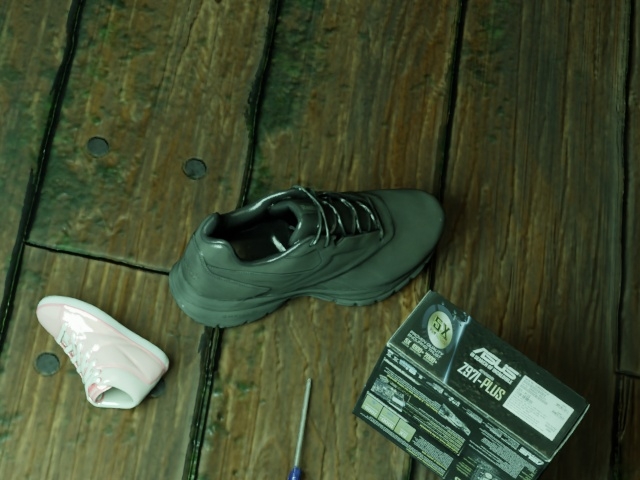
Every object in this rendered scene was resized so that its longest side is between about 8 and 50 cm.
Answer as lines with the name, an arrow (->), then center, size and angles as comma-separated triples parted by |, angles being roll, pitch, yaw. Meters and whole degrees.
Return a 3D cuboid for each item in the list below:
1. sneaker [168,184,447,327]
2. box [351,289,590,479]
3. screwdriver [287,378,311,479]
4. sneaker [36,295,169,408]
sneaker -> 0.000, 0.000, 1.748 | 0.286, 0.130, 0.109 | -17, 62, -24
box -> 0.135, 0.154, 1.675 | 0.180, 0.147, 0.077 | 35, 57, 10
screwdriver -> -0.018, 0.201, 1.689 | 0.025, 0.024, 0.170 | 37, 45, -25
sneaker -> -0.211, 0.106, 1.676 | 0.134, 0.051, 0.070 | 30, 52, 0
